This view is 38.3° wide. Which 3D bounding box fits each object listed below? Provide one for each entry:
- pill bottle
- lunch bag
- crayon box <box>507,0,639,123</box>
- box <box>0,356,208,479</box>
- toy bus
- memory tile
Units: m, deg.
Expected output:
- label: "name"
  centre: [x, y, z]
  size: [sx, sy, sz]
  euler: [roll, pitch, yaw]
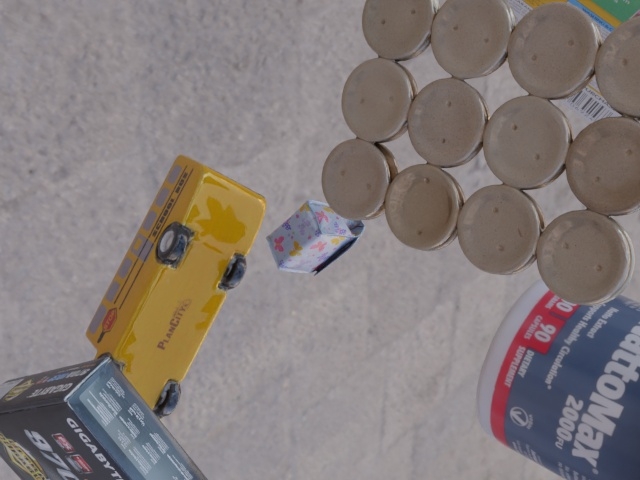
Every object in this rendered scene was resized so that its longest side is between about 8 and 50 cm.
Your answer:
- label: "pill bottle"
  centre: [0.185, 0.097, 0.489]
  size: [0.108, 0.180, 0.108]
  euler: [-28, 130, -39]
- label: "lunch bag"
  centre: [0.000, 0.000, 0.944]
  size: [0.071, 0.053, 0.083]
  euler: [-39, 152, 29]
- label: "crayon box"
  centre: [0.259, -0.232, 0.838]
  size: [0.083, 0.203, 0.323]
  euler: [-50, 173, -10]
- label: "box"
  centre: [-0.164, 0.199, 0.741]
  size: [0.220, 0.175, 0.051]
  euler: [56, 48, -17]
- label: "toy bus"
  centre: [-0.195, 0.066, 1.156]
  size: [0.108, 0.130, 0.333]
  euler: [28, 89, -35]
- label: "memory tile"
  centre: [0.069, -0.044, 0.376]
  size: [0.012, 0.148, 0.113]
  euler: [-4, 111, -54]
